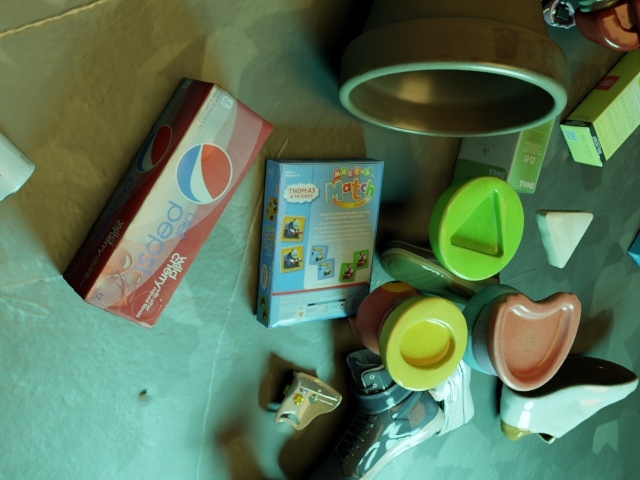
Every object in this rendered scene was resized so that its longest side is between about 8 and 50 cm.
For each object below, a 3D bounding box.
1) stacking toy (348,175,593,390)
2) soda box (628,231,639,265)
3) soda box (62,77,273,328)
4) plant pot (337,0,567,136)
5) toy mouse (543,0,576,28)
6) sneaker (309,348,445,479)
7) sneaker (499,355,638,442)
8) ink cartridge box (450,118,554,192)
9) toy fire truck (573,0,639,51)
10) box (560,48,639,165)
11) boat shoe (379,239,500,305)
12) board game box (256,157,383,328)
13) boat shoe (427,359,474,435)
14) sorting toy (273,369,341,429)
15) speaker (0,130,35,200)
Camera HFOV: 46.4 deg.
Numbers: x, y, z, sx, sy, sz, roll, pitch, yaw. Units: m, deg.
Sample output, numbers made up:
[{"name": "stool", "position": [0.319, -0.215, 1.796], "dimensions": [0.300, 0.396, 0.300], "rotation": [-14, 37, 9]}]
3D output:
[{"name": "stacking toy", "position": [0.203, 0.055, 1.007], "dimensions": [0.309, 0.130, 0.279], "rotation": [11, 96, -30]}, {"name": "soda box", "position": [0.666, -0.041, 1.391], "dimensions": [0.067, 0.071, 0.210], "rotation": [38, 82, -37]}, {"name": "soda box", "position": [-0.166, -0.042, 0.812], "dimensions": [0.092, 0.083, 0.263], "rotation": [33, 85, -37]}, {"name": "plant pot", "position": [0.159, -0.266, 0.881], "dimensions": [0.263, 0.263, 0.229], "rotation": [10, 82, -36]}, {"name": "toy mouse", "position": [0.370, -0.364, 1.108], "dimensions": [0.143, 0.031, 0.161], "rotation": [34, 85, -37]}, {"name": "sneaker", "position": [0.051, 0.252, 1.061], "dimensions": [0.226, 0.086, 0.163], "rotation": [-35, 113, -11]}, {"name": "sneaker", "position": [0.433, 0.285, 1.328], "dimensions": [0.290, 0.106, 0.123], "rotation": [-5, 114, -24]}, {"name": "ink cartridge box", "position": [0.256, -0.128, 1.058], "dimensions": [0.062, 0.109, 0.209], "rotation": [7, 101, -35]}, {"name": "toy fire truck", "position": [0.379, -0.352, 1.025], "dimensions": [0.247, 0.158, 0.217], "rotation": [-21, 116, 3]}, {"name": "box", "position": [0.494, -0.231, 1.220], "dimensions": [0.232, 0.058, 0.087], "rotation": [-46, 125, -13]}, {"name": "boat shoe", "position": [0.178, 0.038, 1.085], "dimensions": [0.224, 0.080, 0.073], "rotation": [24, 65, -30]}, {"name": "board game box", "position": [0.000, 0.000, 0.967], "dimensions": [0.160, 0.039, 0.211], "rotation": [-5, 108, -34]}, {"name": "boat shoe", "position": [0.181, 0.213, 1.132], "dimensions": [0.076, 0.083, 0.226], "rotation": [-35, 122, -22]}, {"name": "sorting toy", "position": [-0.028, 0.223, 1.022], "dimensions": [0.083, 0.045, 0.075], "rotation": [29, 95, -38]}, {"name": "speaker", "position": [-0.335, -0.100, 0.694], "dimensions": [0.055, 0.055, 0.136], "rotation": [-48, 125, -13]}]
